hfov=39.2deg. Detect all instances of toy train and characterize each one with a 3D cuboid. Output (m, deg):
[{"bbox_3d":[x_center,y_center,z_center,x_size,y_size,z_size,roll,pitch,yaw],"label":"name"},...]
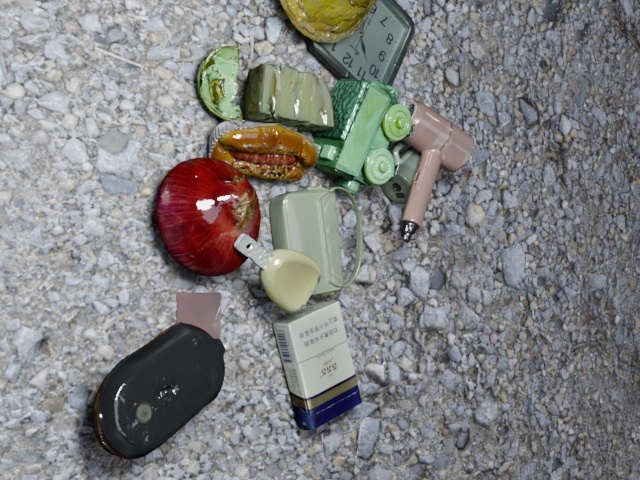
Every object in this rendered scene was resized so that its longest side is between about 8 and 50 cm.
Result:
[{"bbox_3d":[0.092,-0.246,2.091,0.188,0.159,0.272,25,86,-37],"label":"toy train"}]

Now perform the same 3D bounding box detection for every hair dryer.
[{"bbox_3d":[0.240,-0.153,2.147,0.189,0.107,0.344,30,63,-24],"label":"hair dryer"}]

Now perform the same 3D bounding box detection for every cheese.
[{"bbox_3d":[-0.097,0.055,1.868,0.251,0.054,0.127,40,79,-47],"label":"cheese"}]

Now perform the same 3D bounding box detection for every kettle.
[{"bbox_3d":[0.219,-0.181,2.259,0.127,0.098,0.148,43,56,0],"label":"kettle"}]

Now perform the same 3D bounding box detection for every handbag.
[{"bbox_3d":[0.000,0.000,2.046,0.219,0.079,0.256,-7,94,-30],"label":"handbag"}]

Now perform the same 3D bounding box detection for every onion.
[{"bbox_3d":[-0.222,-0.049,1.825,0.248,0.161,0.248,-3,97,-23],"label":"onion"}]

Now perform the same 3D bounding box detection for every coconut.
[{"bbox_3d":[-0.213,-0.334,1.898,0.133,0.055,0.158,13,81,-42],"label":"coconut"}]

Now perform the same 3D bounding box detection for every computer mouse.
[{"bbox_3d":[-0.318,0.290,1.750,0.323,0.116,0.183,-36,112,-43],"label":"computer mouse"}]

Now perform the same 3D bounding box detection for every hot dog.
[{"bbox_3d":[-0.120,-0.192,1.933,0.268,0.144,0.075,8,47,-36],"label":"hot dog"}]

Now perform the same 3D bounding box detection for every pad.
[{"bbox_3d":[-0.255,0.202,1.881,0.113,0.006,0.188,3,85,-40],"label":"pad"}]

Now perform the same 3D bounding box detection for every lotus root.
[{"bbox_3d":[-0.082,-0.302,1.958,0.235,0.138,0.119,7,77,-51],"label":"lotus root"}]

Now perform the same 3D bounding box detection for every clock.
[{"bbox_3d":[0.099,-0.502,2.184,0.273,0.049,0.279,39,66,-34],"label":"clock"}]

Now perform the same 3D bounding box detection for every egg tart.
[{"bbox_3d":[0.040,-0.619,2.002,0.345,0.132,0.345,-3,94,-43],"label":"egg tart"}]

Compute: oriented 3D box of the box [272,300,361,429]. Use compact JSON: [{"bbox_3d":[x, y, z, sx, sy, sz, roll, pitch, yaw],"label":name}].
[{"bbox_3d":[-0.004,0.283,2.057,0.168,0.071,0.259,-20,102,-40],"label":"box"}]
